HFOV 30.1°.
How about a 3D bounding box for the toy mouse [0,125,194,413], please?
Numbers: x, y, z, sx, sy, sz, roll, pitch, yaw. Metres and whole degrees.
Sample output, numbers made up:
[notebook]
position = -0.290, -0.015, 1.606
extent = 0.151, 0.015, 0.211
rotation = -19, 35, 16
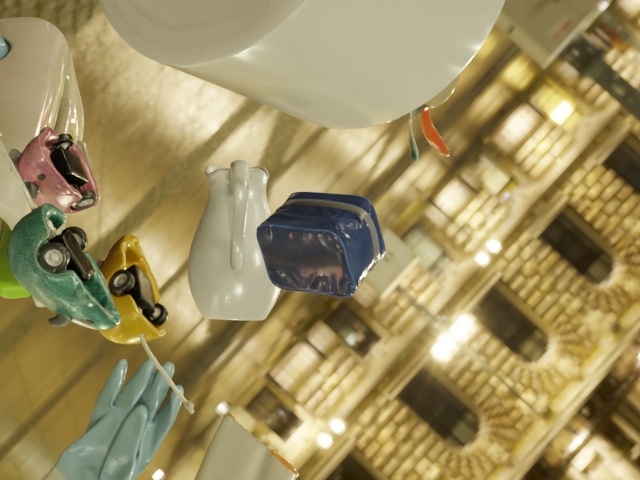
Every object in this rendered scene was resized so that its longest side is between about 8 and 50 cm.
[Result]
[toy mouse]
position = -0.122, -0.005, 0.558
extent = 0.031, 0.161, 0.143
rotation = -27, 144, 9

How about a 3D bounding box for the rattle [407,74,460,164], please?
[rattle]
position = 0.070, -0.183, 1.122
extent = 0.130, 0.143, 0.200
rotation = -56, 158, -36

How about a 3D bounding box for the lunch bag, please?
[lunch bag]
position = 0.000, 0.000, 0.962
extent = 0.065, 0.098, 0.067
rotation = -45, 132, -43

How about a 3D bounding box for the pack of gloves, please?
[pack of gloves]
position = -0.141, 0.225, 0.987
extent = 0.232, 0.195, 0.046
rotation = -56, 152, 8

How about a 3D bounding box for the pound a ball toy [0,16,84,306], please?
[pound a ball toy]
position = -0.310, -0.052, 0.919
extent = 0.319, 0.208, 0.136
rotation = -94, 178, -53

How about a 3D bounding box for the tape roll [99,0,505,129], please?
[tape roll]
position = -0.012, -0.211, 0.795
extent = 0.246, 0.246, 0.169
rotation = -49, 147, 19

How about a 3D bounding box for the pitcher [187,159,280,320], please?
[pitcher]
position = -0.110, 0.000, 1.544
extent = 0.178, 0.125, 0.207
rotation = 167, -76, -87
